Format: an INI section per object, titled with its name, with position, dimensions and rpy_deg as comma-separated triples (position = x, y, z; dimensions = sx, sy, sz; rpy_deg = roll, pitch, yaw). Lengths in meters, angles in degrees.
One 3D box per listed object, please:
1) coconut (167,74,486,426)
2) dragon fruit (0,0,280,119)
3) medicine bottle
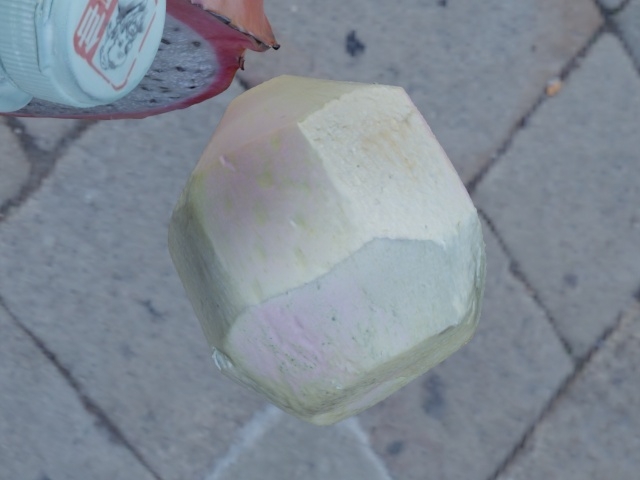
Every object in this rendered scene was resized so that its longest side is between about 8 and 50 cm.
[coconut]
position = 0.000, 0.000, 1.083
dimensions = 0.197, 0.237, 0.237
rpy_deg = -29, 116, 0
[dragon fruit]
position = -0.159, -0.204, 0.866
dimensions = 0.305, 0.305, 0.226
rpy_deg = 12, 75, -36
[medicine bottle]
position = -0.168, -0.103, 0.610
dimensions = 0.121, 0.228, 0.083
rpy_deg = 39, 67, -61
